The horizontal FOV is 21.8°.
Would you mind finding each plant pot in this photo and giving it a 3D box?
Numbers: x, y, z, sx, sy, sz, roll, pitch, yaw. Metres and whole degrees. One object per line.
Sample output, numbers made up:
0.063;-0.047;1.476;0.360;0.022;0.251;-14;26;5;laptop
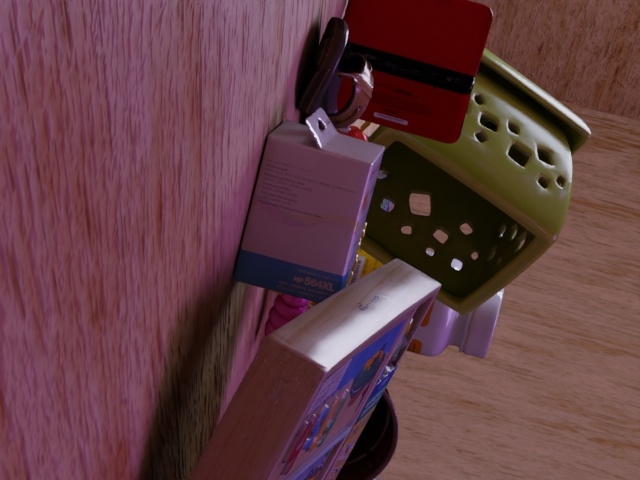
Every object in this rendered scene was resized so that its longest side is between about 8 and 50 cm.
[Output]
0.004;0.165;1.831;0.165;0.167;0.167;-84;-173;-64;plant pot
0.164;-0.085;1.910;0.207;0.228;0.227;-59;-173;-35;plant pot

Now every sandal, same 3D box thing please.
0.017;-0.131;1.512;0.219;0.060;0.090;95;11;-67;sandal

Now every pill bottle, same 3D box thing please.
0.112;0.075;2.203;0.136;0.246;0.136;16;90;-86;pill bottle

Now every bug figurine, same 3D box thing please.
0.000;0.000;1.684;0.279;0.072;0.216;-76;-174;-65;bug figurine

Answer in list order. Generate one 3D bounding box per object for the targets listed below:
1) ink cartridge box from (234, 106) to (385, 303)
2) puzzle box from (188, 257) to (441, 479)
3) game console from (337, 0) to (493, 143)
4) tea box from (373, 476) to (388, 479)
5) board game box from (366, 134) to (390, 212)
-0.006;-0.033;1.374;0.092;0.090;0.143;-58;163;-74;ink cartridge box
-0.025;0.166;1.334;0.272;0.052;0.409;-62;170;14;puzzle box
0.088;-0.181;1.670;0.124;0.144;0.085;100;8;-48;game console
0.032;0.512;2.405;0.329;0.220;0.323;-161;-89;-81;tea box
0.073;-0.070;2.421;0.194;0.060;0.194;87;19;-73;board game box
